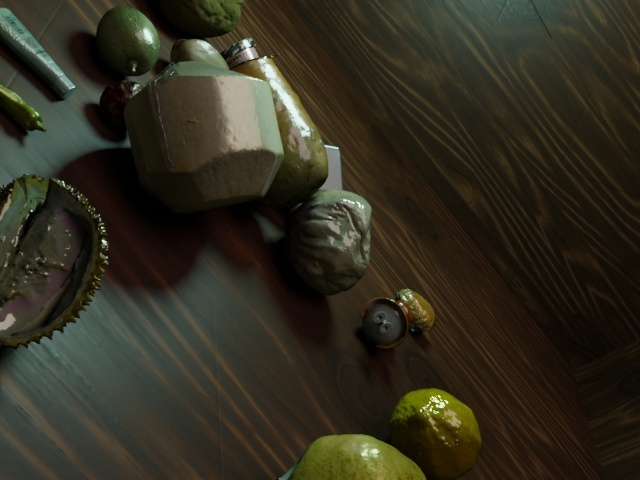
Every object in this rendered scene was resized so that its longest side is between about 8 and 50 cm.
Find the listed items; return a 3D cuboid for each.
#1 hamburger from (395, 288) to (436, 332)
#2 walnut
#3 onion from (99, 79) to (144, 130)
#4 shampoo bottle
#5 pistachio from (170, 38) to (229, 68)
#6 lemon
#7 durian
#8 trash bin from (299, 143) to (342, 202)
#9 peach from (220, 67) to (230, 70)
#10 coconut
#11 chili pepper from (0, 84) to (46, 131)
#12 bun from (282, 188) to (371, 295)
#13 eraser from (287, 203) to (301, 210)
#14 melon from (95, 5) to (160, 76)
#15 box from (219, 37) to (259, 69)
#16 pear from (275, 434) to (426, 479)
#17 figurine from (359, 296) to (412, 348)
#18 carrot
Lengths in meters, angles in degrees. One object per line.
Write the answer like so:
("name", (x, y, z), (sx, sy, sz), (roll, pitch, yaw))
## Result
("hamburger", (0.312, 0.239, 1.798), (0.176, 0.087, 0.102), (50, 22, -14))
("walnut", (-0.359, -0.738, 1.701), (0.283, 0.283, 0.227), (7, 80, -59))
("onion", (-0.408, -0.283, 1.182), (0.107, 0.097, 0.107), (5, 80, -28))
("shampoo bottle", (-0.549, -0.356, 1.073), (0.191, 0.041, 0.069), (48, 19, -13))
("pistachio", (-0.324, -0.477, 1.544), (0.206, 0.131, 0.129), (23, 46, -57))
("lemon", (0.263, 0.445, 1.290), (0.260, 0.204, 0.204), (50, 20, -41))
("durian", (-0.392, 0.039, 0.736), (0.193, 0.138, 0.237), (47, 66, -12))
("trash bin", (-0.063, -0.191, 1.542), (0.236, 0.101, 0.177), (4, 68, -21))
("peach", (-0.255, -0.384, 1.509), (0.151, 0.151, 0.118), (46, -13, -18))
("coconut", (-0.227, -0.214, 1.129), (0.323, 0.323, 0.323), (41, 27, -26))
("chili pepper", (-0.552, -0.248, 0.933), (0.208, 0.043, 0.049), (34, 55, -28))
("bun", (0.007, -0.007, 1.409), (0.205, 0.281, 0.281), (9, 44, -24))
("eraser", (-0.030, -0.078, 1.629), (0.352, 0.061, 0.089), (53, 25, -1))
("melon", (-0.440, -0.452, 1.286), (0.139, 0.139, 0.192), (23, 38, -50))
("box", (-0.242, -0.536, 1.757), (0.135, 0.151, 0.151), (57, 23, -12))
("pear", (0.050, 0.438, 0.858), (0.271, 0.271, 0.271), (41, 27, -26))
("figurine", (0.177, 0.228, 1.540), (0.143, 0.143, 0.271), (59, -9, 11))
("carrot", (-0.123, -0.254, 1.354), (0.341, 0.224, 0.224), (63, 24, 4))
